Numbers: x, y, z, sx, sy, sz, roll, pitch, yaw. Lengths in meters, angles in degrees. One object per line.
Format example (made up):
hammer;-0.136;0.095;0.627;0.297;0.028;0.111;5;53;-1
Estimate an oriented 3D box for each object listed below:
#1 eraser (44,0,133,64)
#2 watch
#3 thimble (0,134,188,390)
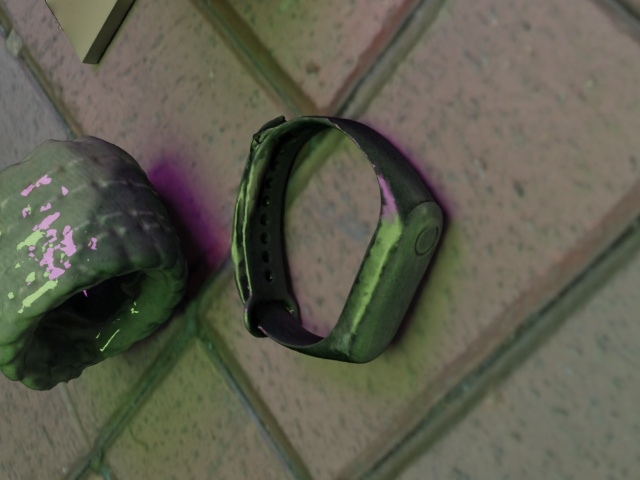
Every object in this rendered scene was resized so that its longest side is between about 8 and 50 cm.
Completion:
eraser;-0.240;-0.279;0.925;0.150;0.023;0.104;-48;65;32
watch;0.000;0.000;0.730;0.193;0.068;0.206;33;111;36
thimble;-0.252;0.024;0.846;0.250;0.204;0.172;-50;63;37
